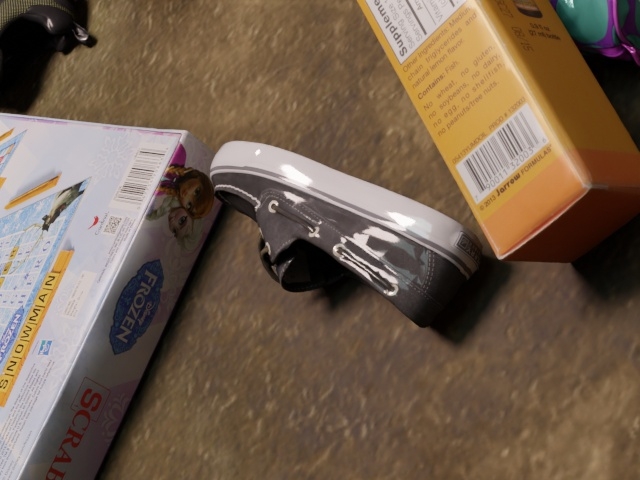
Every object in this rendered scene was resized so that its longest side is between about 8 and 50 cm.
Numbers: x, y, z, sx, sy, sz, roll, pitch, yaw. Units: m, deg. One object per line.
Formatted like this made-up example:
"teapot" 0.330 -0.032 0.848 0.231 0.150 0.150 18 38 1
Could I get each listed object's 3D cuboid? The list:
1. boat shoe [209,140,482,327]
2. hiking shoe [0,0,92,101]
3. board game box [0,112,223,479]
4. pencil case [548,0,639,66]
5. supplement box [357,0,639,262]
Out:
"boat shoe" 0.000 0.000 1.001 0.228 0.080 0.076 22 77 40
"hiking shoe" -0.310 -0.162 1.345 0.227 0.086 0.114 -26 52 0
"board game box" -0.247 0.058 1.181 0.318 0.066 0.318 10 70 45
"pencil case" 0.135 -0.135 0.978 0.152 0.064 0.070 -2 60 40
"supplement box" 0.097 -0.102 0.915 0.080 0.078 0.233 -41 63 34
